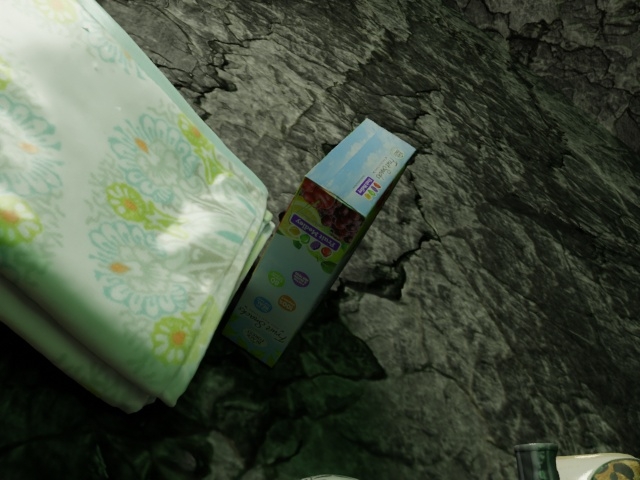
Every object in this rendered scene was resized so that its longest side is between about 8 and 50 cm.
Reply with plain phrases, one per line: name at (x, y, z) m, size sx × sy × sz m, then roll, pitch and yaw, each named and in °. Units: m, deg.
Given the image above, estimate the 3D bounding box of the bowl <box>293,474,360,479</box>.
bowl at (0.021, 0.240, 0.512) m, size 0.170 × 0.080 × 0.170 m, roll 21°, pitch 35°, yaw -15°

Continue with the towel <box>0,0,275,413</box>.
towel at (-0.213, -0.066, 0.615) m, size 0.374 × 0.090 × 0.320 m, roll 45°, pitch 31°, yaw -15°

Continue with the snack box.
snack box at (0.000, 0.000, 0.682) m, size 0.070 × 0.207 × 0.174 m, roll 34°, pitch 35°, yaw 4°

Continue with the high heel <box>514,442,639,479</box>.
high heel at (0.268, 0.303, 0.659) m, size 0.261 × 0.093 × 0.186 m, roll 21°, pitch 58°, yaw -41°
